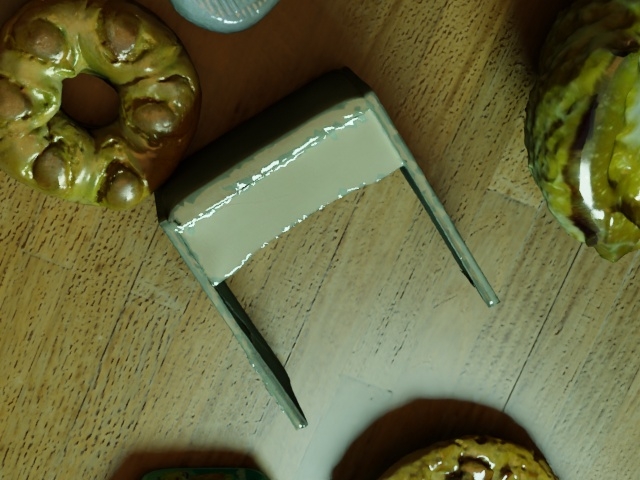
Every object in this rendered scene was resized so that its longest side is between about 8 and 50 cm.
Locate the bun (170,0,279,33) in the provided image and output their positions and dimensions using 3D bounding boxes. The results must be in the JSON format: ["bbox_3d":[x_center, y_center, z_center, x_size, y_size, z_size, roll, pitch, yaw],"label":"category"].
[{"bbox_3d":[-0.098,-0.279,1.632,0.140,0.083,0.141,-4,104,-17],"label":"bun"}]

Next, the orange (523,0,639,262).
[{"bbox_3d":[0.344,-0.177,1.642,0.368,0.210,0.271,-43,137,6],"label":"orange"}]

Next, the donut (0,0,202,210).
[{"bbox_3d":[-0.229,-0.143,1.629,0.226,0.114,0.227,-2,103,-7],"label":"donut"}]

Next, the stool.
[{"bbox_3d":[0.000,0.000,1.667,0.243,0.170,0.270,-31,106,1],"label":"stool"}]

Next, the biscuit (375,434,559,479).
[{"bbox_3d":[0.164,0.374,1.806,0.289,0.081,0.334,-35,113,0],"label":"biscuit"}]

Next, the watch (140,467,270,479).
[{"bbox_3d":[-0.121,0.344,1.787,0.237,0.068,0.195,-1,105,-7],"label":"watch"}]
